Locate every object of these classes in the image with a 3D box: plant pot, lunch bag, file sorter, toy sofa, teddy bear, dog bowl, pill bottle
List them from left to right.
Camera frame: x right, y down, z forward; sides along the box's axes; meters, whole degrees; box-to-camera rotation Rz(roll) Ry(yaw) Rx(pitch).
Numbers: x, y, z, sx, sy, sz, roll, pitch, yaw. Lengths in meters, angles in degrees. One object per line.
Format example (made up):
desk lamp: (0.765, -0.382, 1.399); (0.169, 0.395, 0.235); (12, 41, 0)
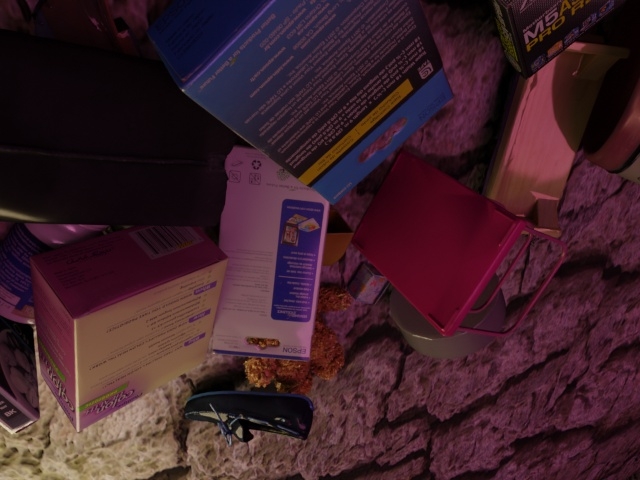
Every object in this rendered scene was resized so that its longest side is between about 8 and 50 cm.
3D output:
pill bottle: (-0.364, 0.011, 0.650); (0.112, 0.112, 0.187); (32, 101, -37)
teddy bear: (-0.043, 0.187, 0.919); (0.244, 0.113, 0.338); (-13, 124, -22)
plant pot: (0.000, 0.000, 0.850); (0.081, 0.081, 0.083); (-2, 125, -25)
lunch bag: (0.108, 0.092, 0.974); (0.083, 0.053, 0.071); (18, 110, -43)
file sorter: (0.234, 0.006, 0.838); (0.182, 0.291, 0.202); (16, 111, -36)
toy sofa: (0.408, -0.202, 0.908); (0.150, 0.177, 0.363); (6, 118, -2)
dog bowl: (0.582, -0.287, 0.803); (0.150, 0.408, 0.408); (14, 120, 15)

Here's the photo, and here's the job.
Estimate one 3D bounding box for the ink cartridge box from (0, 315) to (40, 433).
ink cartridge box: (-0.446, 0.114, 0.612); (0.045, 0.206, 0.208); (-32, 129, -14)

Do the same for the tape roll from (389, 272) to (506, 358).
tape roll: (0.253, 0.124, 0.959); (0.219, 0.219, 0.072); (-34, 127, -4)

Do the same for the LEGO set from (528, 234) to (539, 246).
LEGO set: (0.501, -0.028, 1.121); (0.054, 0.023, 0.083); (13, 99, -34)

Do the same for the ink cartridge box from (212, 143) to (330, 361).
ink cartridge box: (-0.078, 0.022, 0.754); (0.165, 0.065, 0.333); (7, 102, -5)

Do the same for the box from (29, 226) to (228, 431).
box: (-0.267, 0.110, 0.676); (0.213, 0.117, 0.243); (-24, 145, -43)

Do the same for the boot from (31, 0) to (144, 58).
boot: (-0.294, -0.272, 0.536); (0.106, 0.082, 0.219); (-31, 129, -10)

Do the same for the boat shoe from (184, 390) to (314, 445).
boat shoe: (-0.144, 0.336, 0.901); (0.258, 0.089, 0.109); (-7, 148, 17)

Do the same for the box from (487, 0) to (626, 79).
box: (0.360, -0.366, 0.631); (0.270, 0.060, 0.216); (-39, 157, 18)

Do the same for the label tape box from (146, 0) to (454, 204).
label tape box: (0.006, -0.206, 0.570); (0.240, 0.106, 0.333); (-41, 152, 10)

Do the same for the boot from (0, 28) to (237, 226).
boot: (-0.256, -0.181, 0.458); (0.445, 0.146, 0.367); (0, 121, -48)
